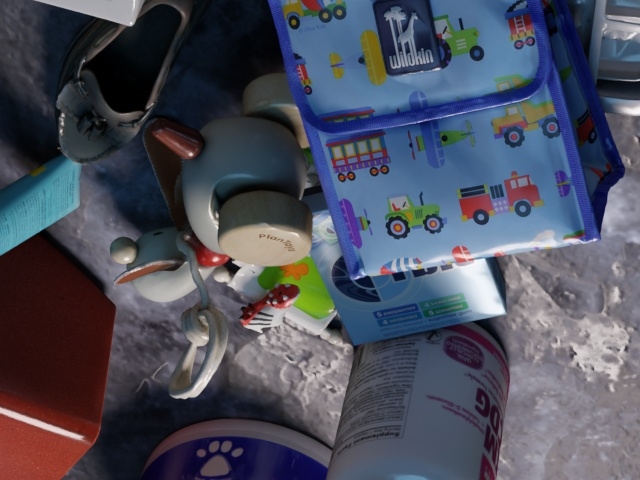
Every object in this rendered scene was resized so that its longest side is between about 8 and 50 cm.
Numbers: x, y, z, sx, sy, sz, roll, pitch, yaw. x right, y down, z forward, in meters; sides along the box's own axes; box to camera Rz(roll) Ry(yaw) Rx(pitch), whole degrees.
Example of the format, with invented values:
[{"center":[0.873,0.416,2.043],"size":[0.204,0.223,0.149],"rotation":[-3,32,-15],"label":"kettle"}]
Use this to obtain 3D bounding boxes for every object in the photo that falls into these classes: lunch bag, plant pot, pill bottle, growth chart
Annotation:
[{"center":[0.097,-0.137,1.518],"size":[0.221,0.138,0.293],"rotation":[-10,115,23],"label":"lunch bag"},{"center":[-0.353,0.132,1.852],"size":[0.235,0.267,0.267],"rotation":[26,132,-23],"label":"plant pot"},{"center":[0.090,0.215,1.786],"size":[0.160,0.283,0.160],"rotation":[7,132,7],"label":"pill bottle"},{"center":[0.000,0.000,1.800],"size":[0.172,0.021,0.237],"rotation":[23,132,-8],"label":"growth chart"}]

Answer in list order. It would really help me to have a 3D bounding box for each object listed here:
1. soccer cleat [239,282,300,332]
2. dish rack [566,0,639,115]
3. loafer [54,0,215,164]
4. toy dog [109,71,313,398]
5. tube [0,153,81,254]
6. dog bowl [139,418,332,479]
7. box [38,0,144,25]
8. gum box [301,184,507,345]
[{"center":[-0.044,0.067,1.837],"size":[0.035,0.029,0.083],"rotation":[34,133,-30],"label":"soccer cleat"},{"center":[0.154,-0.247,1.518],"size":[0.332,0.072,0.286],"rotation":[7,132,8],"label":"dish rack"},{"center":[-0.178,-0.154,1.665],"size":[0.096,0.084,0.267],"rotation":[28,130,-11],"label":"loafer"},{"center":[-0.122,-0.031,1.682],"size":[0.161,0.220,0.334],"rotation":[20,130,-22],"label":"toy dog"},{"center":[-0.295,-0.019,1.743],"size":[0.052,0.207,0.080],"rotation":[38,138,21],"label":"tube"},{"center":[-0.079,0.323,2.038],"size":[0.264,0.104,0.265],"rotation":[6,131,7],"label":"dog bowl"},{"center":[-0.203,-0.371,1.430],"size":[0.215,0.168,0.345],"rotation":[15,132,0],"label":"box"},{"center":[0.077,0.012,1.752],"size":[0.157,0.041,0.184],"rotation":[-12,132,14],"label":"gum box"}]
